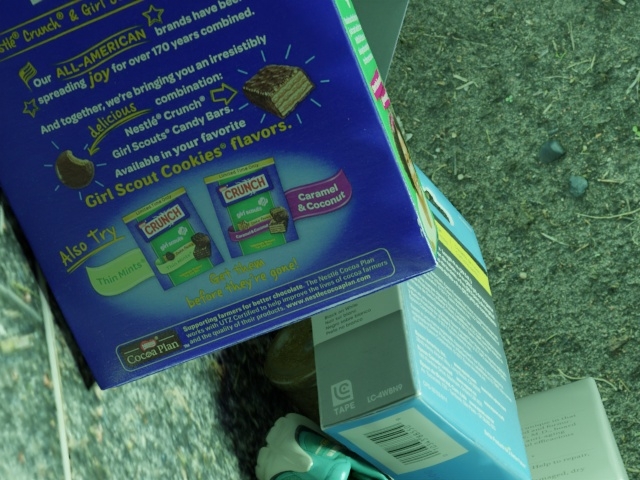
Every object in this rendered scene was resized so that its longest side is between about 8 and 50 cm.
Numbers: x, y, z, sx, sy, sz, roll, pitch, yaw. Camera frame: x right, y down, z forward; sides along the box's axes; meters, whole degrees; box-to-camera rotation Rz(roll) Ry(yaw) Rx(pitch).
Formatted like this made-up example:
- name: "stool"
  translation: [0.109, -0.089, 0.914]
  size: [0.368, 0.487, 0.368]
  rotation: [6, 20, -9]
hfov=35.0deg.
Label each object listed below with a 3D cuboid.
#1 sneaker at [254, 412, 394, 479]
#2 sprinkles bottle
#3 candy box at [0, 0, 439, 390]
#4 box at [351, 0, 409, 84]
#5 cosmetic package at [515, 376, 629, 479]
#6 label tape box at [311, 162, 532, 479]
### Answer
- name: "sneaker"
  translation: [0.034, 0.270, 1.032]
  size: [0.107, 0.110, 0.275]
  rotation: [-61, 142, -13]
- name: "sprinkles bottle"
  translation: [0.080, 0.229, 1.186]
  size: [0.355, 0.121, 0.121]
  rotation: [52, 20, -29]
- name: "candy box"
  translation: [-0.092, -0.091, 0.729]
  size: [0.122, 0.268, 0.317]
  rotation: [-75, 144, -74]
- name: "box"
  translation: [-0.012, -0.324, 1.365]
  size: [0.296, 0.183, 0.294]
  rotation: [105, -19, -52]
- name: "cosmetic package"
  translation: [0.351, 0.473, 1.629]
  size: [0.393, 0.327, 0.329]
  rotation: [-54, 124, -74]
- name: "label tape box"
  translation: [0.096, 0.079, 1.079]
  size: [0.249, 0.115, 0.347]
  rotation: [42, 30, -43]
